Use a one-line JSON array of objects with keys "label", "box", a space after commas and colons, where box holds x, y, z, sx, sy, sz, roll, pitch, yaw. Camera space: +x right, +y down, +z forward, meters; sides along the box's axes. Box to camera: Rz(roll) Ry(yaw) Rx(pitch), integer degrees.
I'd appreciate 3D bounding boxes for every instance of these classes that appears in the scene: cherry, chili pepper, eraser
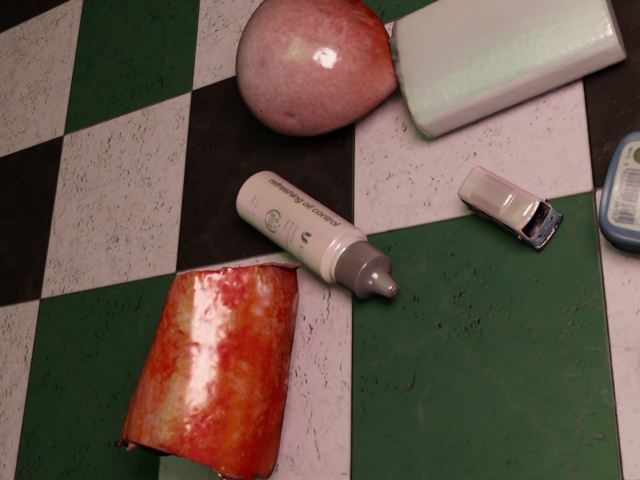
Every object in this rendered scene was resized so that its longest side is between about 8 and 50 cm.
[{"label": "cherry", "box": [-0.008, -0.271, 1.209, 0.239, 0.206, 0.239, -36, 32, 27]}, {"label": "chili pepper", "box": [-0.152, 0.164, 1.119, 0.229, 0.251, 0.305, 1, 79, 29]}, {"label": "eraser", "box": [0.246, -0.275, 1.106, 0.290, 0.104, 0.189, -20, 59, 28]}]

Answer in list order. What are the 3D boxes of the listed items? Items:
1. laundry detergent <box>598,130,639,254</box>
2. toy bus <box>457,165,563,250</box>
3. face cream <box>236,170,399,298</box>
[{"label": "laundry detergent", "box": [0.461, -0.037, 0.880, 0.290, 0.094, 0.143, 13, 77, 34]}, {"label": "toy bus", "box": [0.239, -0.045, 1.041, 0.123, 0.075, 0.060, 36, 95, 38]}, {"label": "face cream", "box": [0.000, 0.000, 1.183, 0.311, 0.092, 0.092, 37, 95, 38]}]
